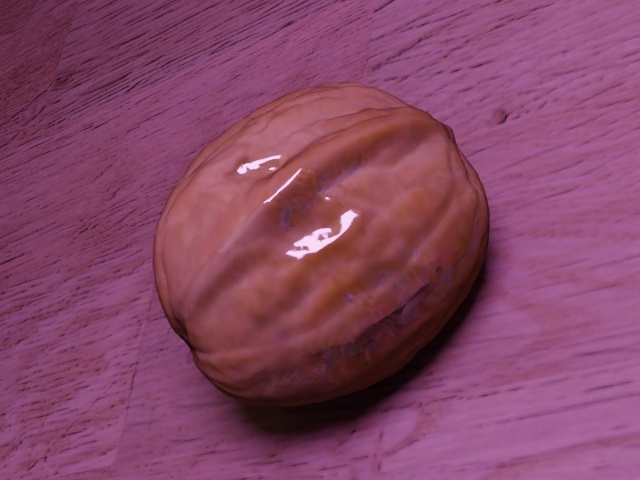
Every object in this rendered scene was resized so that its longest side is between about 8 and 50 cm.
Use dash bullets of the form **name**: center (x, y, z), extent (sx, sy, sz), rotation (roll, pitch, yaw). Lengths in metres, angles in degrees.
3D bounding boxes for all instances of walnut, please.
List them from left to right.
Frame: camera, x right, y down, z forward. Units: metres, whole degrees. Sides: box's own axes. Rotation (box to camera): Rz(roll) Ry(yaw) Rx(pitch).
- **walnut**: center (0.000, 0.000, 0.783), extent (0.261, 0.225, 0.225), rotation (-42, 41, -3)
